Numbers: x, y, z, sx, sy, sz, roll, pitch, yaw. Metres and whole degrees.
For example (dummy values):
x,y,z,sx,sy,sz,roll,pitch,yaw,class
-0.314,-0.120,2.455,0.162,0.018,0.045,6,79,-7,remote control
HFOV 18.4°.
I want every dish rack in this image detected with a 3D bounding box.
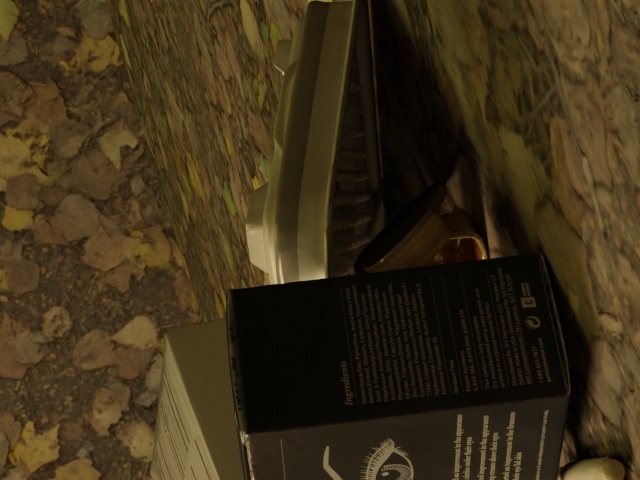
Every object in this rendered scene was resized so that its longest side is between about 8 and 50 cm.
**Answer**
x,y,z,sx,sy,sz,roll,pitch,yaw,class
0.000,0.000,1.507,0.333,0.072,0.286,85,-169,-48,dish rack

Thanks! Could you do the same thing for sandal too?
x,y,z,sx,sy,sz,roll,pitch,yaw,class
0.079,0.020,1.378,0.079,0.088,0.240,46,-175,-2,sandal

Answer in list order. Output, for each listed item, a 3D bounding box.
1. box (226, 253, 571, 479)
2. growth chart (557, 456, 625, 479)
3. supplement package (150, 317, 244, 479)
x,y,z,sx,sy,sz,roll,pitch,yaw,class
0.047,0.102,1.273,0.153,0.207,0.108,89,175,-56,box
0.202,0.243,1.240,0.172,0.021,0.237,102,151,-73,growth chart
-0.037,0.216,1.917,0.263,0.199,0.198,102,151,-52,supplement package
